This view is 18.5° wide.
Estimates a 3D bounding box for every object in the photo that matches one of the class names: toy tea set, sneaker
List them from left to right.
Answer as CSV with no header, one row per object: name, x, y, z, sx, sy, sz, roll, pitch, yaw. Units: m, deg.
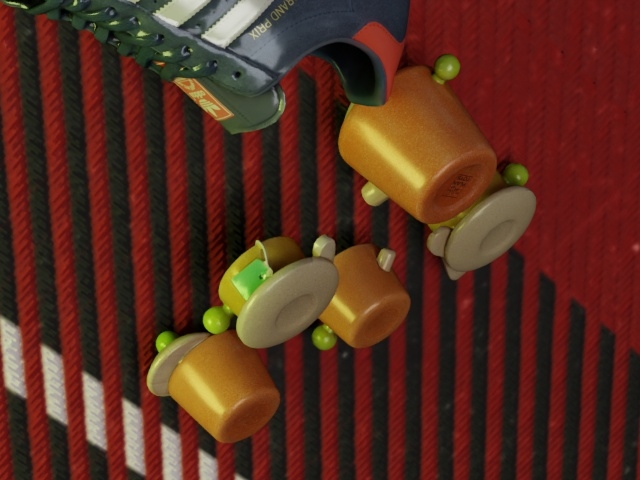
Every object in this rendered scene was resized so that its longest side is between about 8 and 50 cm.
sneaker,-0.095,-0.145,1.313,0.350,0.131,0.148,-1,94,-22
toy tea set,0.000,0.000,1.471,0.336,0.124,0.200,-36,151,-7
